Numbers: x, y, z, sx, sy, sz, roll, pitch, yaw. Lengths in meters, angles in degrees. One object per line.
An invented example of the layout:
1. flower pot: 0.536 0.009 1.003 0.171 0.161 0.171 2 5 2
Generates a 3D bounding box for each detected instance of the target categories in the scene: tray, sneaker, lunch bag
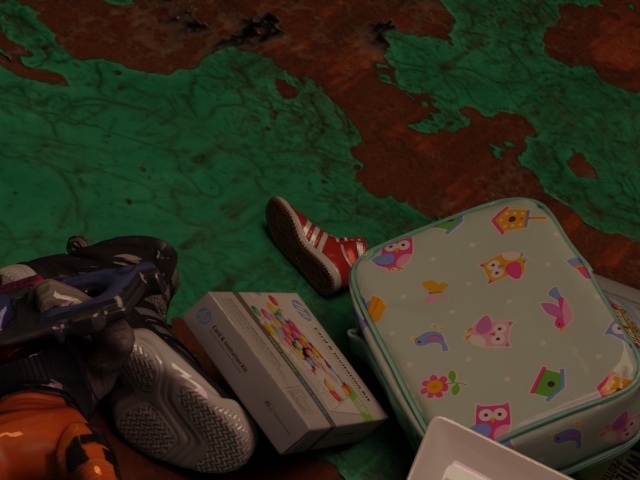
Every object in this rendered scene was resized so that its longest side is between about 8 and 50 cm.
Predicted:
1. tray: 0.108 0.279 1.513 0.145 0.030 0.270 27 55 -1
2. sneaker: -0.142 0.081 1.614 0.268 0.101 0.153 32 38 14
3. sneaker: 0.000 0.000 1.857 0.067 0.042 0.118 -17 60 -39
4. lunch bag: 0.151 0.097 1.711 0.224 0.108 0.279 -23 45 -3

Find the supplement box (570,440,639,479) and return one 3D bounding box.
1. supplement box: 0.280 0.188 1.775 0.083 0.056 0.083 21 35 -6

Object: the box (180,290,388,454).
1. box: -0.027 0.110 1.618 0.145 0.038 0.186 53 15 16

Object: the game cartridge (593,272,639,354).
1. game cartridge: 0.340 0.124 1.825 0.198 0.062 0.297 24 17 -15

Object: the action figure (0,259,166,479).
1. action figure: -0.267 0.155 1.435 0.341 0.178 0.330 -12 37 7
